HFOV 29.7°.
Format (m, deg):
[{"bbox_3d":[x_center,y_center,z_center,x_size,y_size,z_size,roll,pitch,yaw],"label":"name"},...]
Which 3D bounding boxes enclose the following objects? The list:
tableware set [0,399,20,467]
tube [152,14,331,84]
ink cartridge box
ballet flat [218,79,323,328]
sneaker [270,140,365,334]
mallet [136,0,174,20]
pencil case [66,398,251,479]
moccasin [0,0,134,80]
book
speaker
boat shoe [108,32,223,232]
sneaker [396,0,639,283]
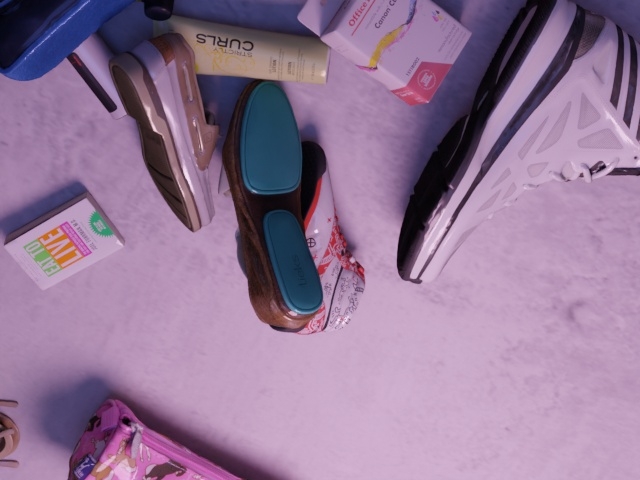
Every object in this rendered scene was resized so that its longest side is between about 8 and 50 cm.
[{"bbox_3d":[-0.571,0.309,1.886,0.194,0.039,0.128,4,116,-3],"label":"tableware set"},{"bbox_3d":[-0.106,-0.250,1.611,0.240,0.062,0.070,8,85,2],"label":"tube"},{"bbox_3d":[0.082,-0.279,1.568,0.198,0.067,0.115,34,82,-15],"label":"ink cartridge box"},{"bbox_3d":[-0.080,-0.042,1.636,0.116,0.342,0.124,-4,167,-38],"label":"ballet flat"},{"bbox_3d":[-0.001,0.001,1.720,0.090,0.145,0.270,3,86,41],"label":"sneaker"},{"bbox_3d":[-0.282,-0.309,1.579,0.189,0.062,0.039,-8,159,7],"label":"mallet"},{"bbox_3d":[-0.201,0.399,1.871,0.386,0.167,0.160,32,79,-15],"label":"pencil case"},{"bbox_3d":[-0.290,-0.345,1.497,0.342,0.138,0.117,-39,80,-3],"label":"moccasin"},{"bbox_3d":[-0.370,0.002,1.747,0.144,0.035,0.096,-29,117,11],"label":"book"},{"bbox_3d":[-0.297,-0.232,1.619,0.055,0.055,0.136,-30,113,13],"label":"speaker"},{"bbox_3d":[-0.184,-0.139,1.625,0.103,0.113,0.302,-35,138,-20],"label":"boat shoe"},{"bbox_3d":[0.298,-0.089,1.627,0.257,0.169,0.447,26,110,-10],"label":"sneaker"}]
